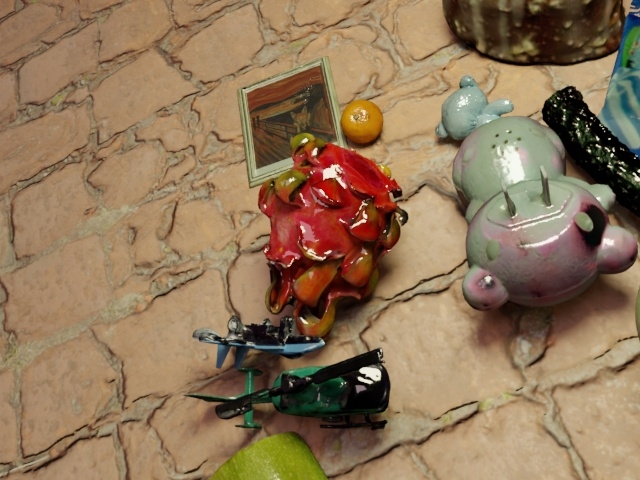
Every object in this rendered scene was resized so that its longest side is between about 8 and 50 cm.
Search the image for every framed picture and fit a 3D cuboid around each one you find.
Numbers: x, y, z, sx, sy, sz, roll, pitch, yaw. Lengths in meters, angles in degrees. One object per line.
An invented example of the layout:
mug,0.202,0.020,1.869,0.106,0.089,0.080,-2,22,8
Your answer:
framed picture,-0.064,-0.250,1.438,0.216,0.016,0.273,-19,57,12

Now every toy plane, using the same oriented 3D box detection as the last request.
toy plane,-0.031,0.230,1.070,0.381,0.155,0.106,-13,65,37
toy plane,-0.085,0.153,1.102,0.246,0.169,0.078,-17,70,42

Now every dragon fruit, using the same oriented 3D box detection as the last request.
dragon fruit,0.006,-0.009,1.142,0.227,0.243,0.307,13,56,-14

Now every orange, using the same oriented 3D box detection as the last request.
orange,0.078,-0.224,1.326,0.083,0.083,0.084,-10,59,17

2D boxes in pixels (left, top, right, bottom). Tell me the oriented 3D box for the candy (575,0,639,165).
candy,0.552,-0.249,1.145,0.187,0.077,0.331,17,75,32

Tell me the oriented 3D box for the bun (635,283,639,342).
bun,0.510,0.063,0.862,0.283,0.283,0.179,-28,24,6

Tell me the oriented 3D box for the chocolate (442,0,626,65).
chocolate,0.377,-0.463,1.260,0.340,0.210,0.225,18,72,30

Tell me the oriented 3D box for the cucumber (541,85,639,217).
cucumber,0.446,-0.118,1.074,0.081,0.072,0.303,-45,50,23

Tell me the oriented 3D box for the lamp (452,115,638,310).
lamp,0.305,-0.056,1.045,0.247,0.247,0.301,-15,50,11

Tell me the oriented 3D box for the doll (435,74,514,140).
doll,0.295,-0.203,1.236,0.179,0.075,0.120,31,107,12

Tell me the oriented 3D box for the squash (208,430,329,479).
squash,-0.050,0.414,1.007,0.169,0.093,0.252,-35,55,-1
